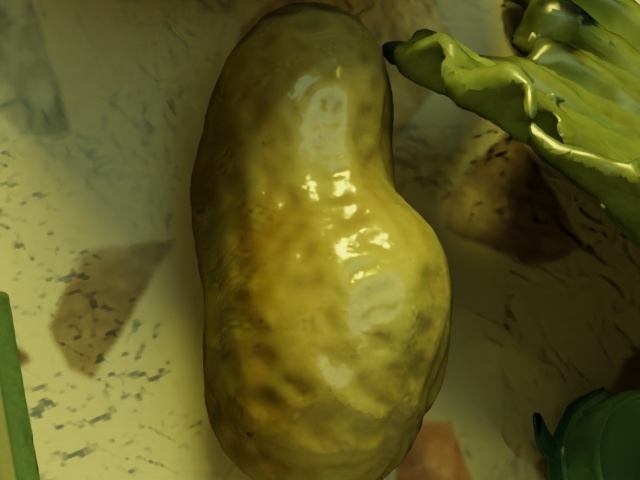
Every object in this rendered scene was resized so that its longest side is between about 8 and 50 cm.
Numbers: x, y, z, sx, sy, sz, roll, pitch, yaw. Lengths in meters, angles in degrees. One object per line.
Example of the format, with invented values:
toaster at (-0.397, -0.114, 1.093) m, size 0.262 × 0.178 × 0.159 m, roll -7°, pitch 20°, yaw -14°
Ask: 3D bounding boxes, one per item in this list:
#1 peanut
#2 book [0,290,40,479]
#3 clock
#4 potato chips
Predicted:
peanut at (0.000, 0.000, 0.839) m, size 0.110 × 0.120 × 0.236 m, roll 5°, pitch 70°, yaw -20°
book at (-0.197, 0.158, 0.713) m, size 0.215 × 0.025 × 0.282 m, roll -1°, pitch 70°, yaw -30°
clock at (0.157, 0.120, 0.923) m, size 0.135 × 0.041 × 0.101 m, roll 6°, pitch 66°, yaw -29°
potato chips at (0.203, 0.020, 0.913) m, size 0.389 × 0.097 × 0.373 m, roll 52°, pitch 23°, yaw 4°
